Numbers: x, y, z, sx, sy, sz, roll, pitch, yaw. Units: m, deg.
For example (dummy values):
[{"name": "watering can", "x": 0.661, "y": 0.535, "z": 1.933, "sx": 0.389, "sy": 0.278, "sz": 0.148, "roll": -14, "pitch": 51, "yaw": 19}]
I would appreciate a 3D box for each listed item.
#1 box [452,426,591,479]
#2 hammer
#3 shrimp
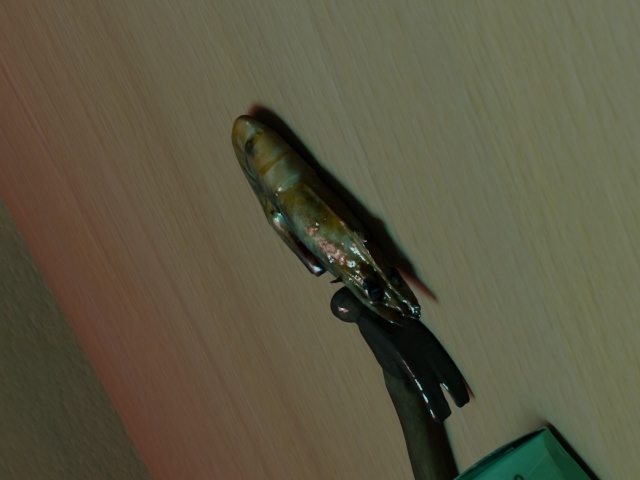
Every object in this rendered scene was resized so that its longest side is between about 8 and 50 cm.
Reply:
[{"name": "box", "x": 0.222, "y": 0.328, "z": 1.079, "sx": 0.311, "sy": 0.118, "sz": 0.205, "roll": 49, "pitch": 156, "yaw": 22}, {"name": "hammer", "x": 0.115, "y": 0.242, "z": 1.321, "sx": 0.168, "sy": 0.044, "sz": 0.440, "roll": 37, "pitch": 152, "yaw": 48}, {"name": "shrimp", "x": 0.000, "y": 0.000, "z": 1.231, "sx": 0.296, "sy": 0.058, "sz": 0.169, "roll": 50, "pitch": 166, "yaw": 31}]
